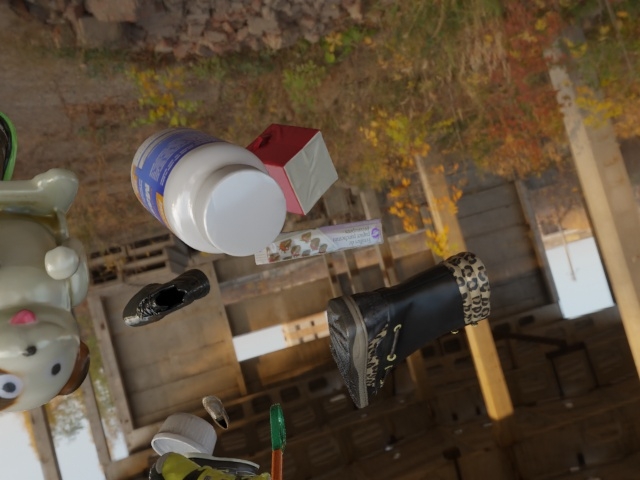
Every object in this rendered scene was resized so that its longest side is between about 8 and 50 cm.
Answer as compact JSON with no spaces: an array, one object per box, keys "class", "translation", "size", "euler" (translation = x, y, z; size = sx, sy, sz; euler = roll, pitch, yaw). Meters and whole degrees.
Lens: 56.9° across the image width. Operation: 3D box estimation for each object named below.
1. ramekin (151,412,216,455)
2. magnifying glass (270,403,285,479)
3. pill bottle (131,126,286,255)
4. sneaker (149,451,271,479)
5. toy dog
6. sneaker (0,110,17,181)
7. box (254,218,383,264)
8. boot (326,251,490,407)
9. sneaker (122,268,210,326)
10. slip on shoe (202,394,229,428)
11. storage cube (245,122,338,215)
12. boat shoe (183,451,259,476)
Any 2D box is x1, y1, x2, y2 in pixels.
[{"class":"ramekin","translation":[-0.448,0.668,1.983],"size":[0.207,0.207,0.109],"euler":[-18,-144,35]},{"class":"magnifying glass","translation":[-0.094,0.446,1.284],"size":[0.026,0.092,0.231],"euler":[-10,-158,-1]},{"class":"pill bottle","translation":[-0.160,-0.070,0.831],"size":[0.153,0.152,0.272],"euler":[-14,-157,-27]},{"class":"sneaker","translation":[-0.124,0.418,0.894],"size":[0.385,0.145,0.147],"euler":[19,-120,46]},{"class":"toy dog","translation":[-0.583,0.113,1.081],"size":[0.285,0.407,0.395],"euler":[4,137,-45]},{"class":"sneaker","translation":[-0.800,-0.081,1.343],"size":[0.186,0.482,0.202],"euler":[-9,176,5]},{"class":"box","translation":[0.000,0.000,1.362],"size":[0.324,0.062,0.067],"euler":[-9,-178,-32]},{"class":"boot","translation":[0.164,0.175,1.129],"size":[0.284,0.138,0.377],"euler":[-23,144,-9]},{"class":"sneaker","translation":[-0.444,0.165,1.613],"size":[0.286,0.109,0.130],"euler":[-29,-177,21]},{"class":"slip on shoe","translation":[-0.329,0.546,1.872],"size":[0.052,0.135,0.041],"euler":[-25,-151,-7]},{"class":"storage cube","translation":[-0.095,-0.213,1.745],"size":[0.193,0.214,0.183],"euler":[16,-127,38]},{"class":"boat shoe","translation":[-0.288,0.665,1.707],"size":[0.228,0.068,0.081],"euler":[16,144,-19]}]
